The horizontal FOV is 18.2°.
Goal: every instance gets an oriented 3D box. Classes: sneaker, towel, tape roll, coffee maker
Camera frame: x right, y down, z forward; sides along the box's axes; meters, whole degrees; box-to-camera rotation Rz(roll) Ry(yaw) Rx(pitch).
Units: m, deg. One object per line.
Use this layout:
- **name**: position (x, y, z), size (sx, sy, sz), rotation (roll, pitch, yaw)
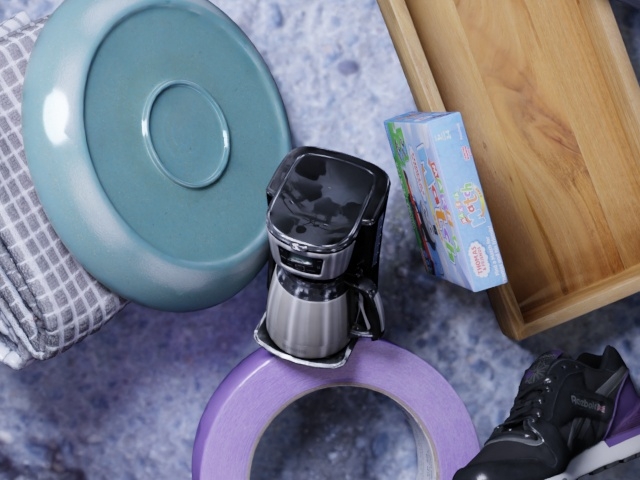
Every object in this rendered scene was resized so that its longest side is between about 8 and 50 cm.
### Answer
- **sneaker**: position (0.207, 0.174, 1.918), size (0.283, 0.107, 0.124), rotation (-14, 88, -50)
- **towel**: position (-0.250, -0.057, 1.812), size (0.235, 0.121, 0.284), rotation (-37, 102, -42)
- **tape roll**: position (0.015, 0.225, 1.940), size (0.274, 0.090, 0.275), rotation (-1, 94, -10)
- **coffee maker**: position (0.000, 0.000, 1.849), size (0.120, 0.171, 0.178), rotation (0, 138, -5)

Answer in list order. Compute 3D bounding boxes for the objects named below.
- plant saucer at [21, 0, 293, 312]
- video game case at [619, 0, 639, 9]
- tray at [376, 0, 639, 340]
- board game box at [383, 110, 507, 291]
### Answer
- **plant saucer**: position (-0.132, -0.094, 1.826), size (0.317, 0.043, 0.318), rotation (15, 69, -43)
- **video game case**: position (0.331, -0.349, 1.937), size (0.196, 0.026, 0.274), rotation (20, 69, -14)
- **tray**: position (0.205, -0.131, 1.958), size (0.202, 0.076, 0.411), rotation (-22, 98, -8)
- **board game box**: position (0.115, -0.041, 1.877), size (0.039, 0.211, 0.160), rotation (-17, 96, -8)
